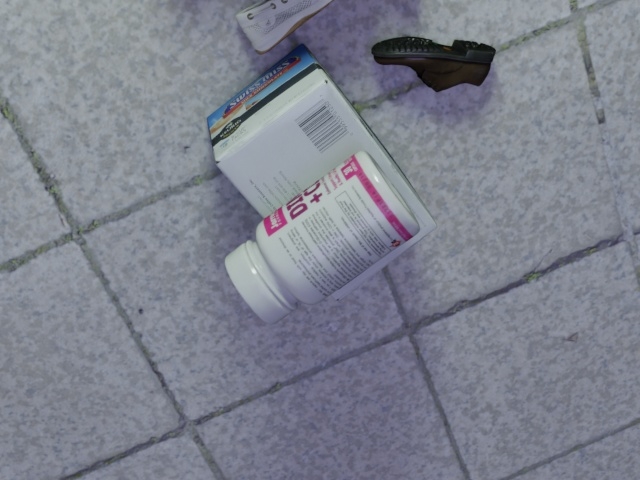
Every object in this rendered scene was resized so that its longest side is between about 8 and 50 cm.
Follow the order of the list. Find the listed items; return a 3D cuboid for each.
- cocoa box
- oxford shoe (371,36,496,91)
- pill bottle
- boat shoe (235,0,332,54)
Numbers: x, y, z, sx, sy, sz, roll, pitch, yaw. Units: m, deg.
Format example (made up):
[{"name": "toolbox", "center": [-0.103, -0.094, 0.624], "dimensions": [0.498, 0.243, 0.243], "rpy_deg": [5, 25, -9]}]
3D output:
[{"name": "cocoa box", "center": [-0.002, -0.121, 1.669], "dimensions": [0.231, 0.228, 0.347], "rpy_deg": [-36, 118, 8]}, {"name": "oxford shoe", "center": [0.197, -0.308, 1.704], "dimensions": [0.227, 0.083, 0.096], "rpy_deg": [5, 119, -13]}, {"name": "pill bottle", "center": [0.000, 0.000, 1.509], "dimensions": [0.283, 0.160, 0.160], "rpy_deg": [-36, 118, 8]}, {"name": "boat shoe", "center": [-0.028, -0.420, 1.571], "dimensions": [0.277, 0.098, 0.096], "rpy_deg": [-35, 107, 22]}]
